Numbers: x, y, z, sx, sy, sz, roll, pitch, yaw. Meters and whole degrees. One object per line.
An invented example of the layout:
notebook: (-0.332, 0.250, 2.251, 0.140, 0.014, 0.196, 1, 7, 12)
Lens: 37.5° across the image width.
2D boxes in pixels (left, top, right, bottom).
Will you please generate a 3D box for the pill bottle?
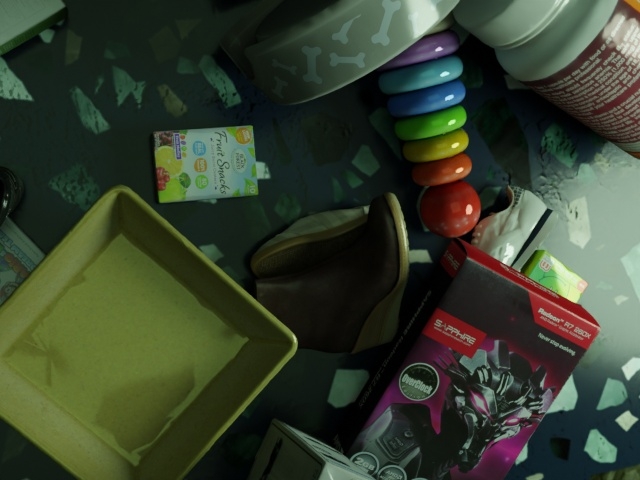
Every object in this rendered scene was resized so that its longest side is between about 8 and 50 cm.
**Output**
pill bottle: (0.392, -0.289, 1.331, 0.392, 0.224, 0.224, 26, 84, -27)

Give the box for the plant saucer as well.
plant saucer: (-0.259, 0.148, 1.271, 0.333, 0.081, 0.333, 43, 87, -11)

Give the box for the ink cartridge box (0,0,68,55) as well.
ink cartridge box: (-0.452, -0.295, 1.239, 0.209, 0.062, 0.109, -35, 98, -11)

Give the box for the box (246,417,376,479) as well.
box: (-0.026, 0.348, 1.234, 0.087, 0.290, 0.169, 25, 82, -15)

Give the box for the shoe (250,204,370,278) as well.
shoe: (0.000, 0.000, 1.364, 0.219, 0.058, 0.076, -18, 132, -10)

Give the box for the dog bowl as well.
dog bowl: (0.037, -0.304, 1.232, 0.349, 0.349, 0.102, -40, 112, -11)

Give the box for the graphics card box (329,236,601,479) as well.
graphics card box: (0.199, 0.211, 1.343, 0.233, 0.094, 0.371, 28, 101, -14)

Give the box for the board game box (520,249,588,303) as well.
board game box: (0.322, 0.114, 1.447, 0.092, 0.043, 0.181, 36, 82, -12)

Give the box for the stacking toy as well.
stacking toy: (0.165, -0.165, 1.372, 0.141, 0.141, 0.330, -18, 101, -14)

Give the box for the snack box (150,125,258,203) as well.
snack box: (-0.163, -0.107, 1.326, 0.141, 0.037, 0.100, -5, 92, -14)

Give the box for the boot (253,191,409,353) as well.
boot: (0.012, 0.054, 1.314, 0.207, 0.090, 0.248, -3, 116, -10)

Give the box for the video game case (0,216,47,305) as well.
video game case: (-0.454, 0.035, 1.263, 0.143, 0.019, 0.157, -44, 100, -10)

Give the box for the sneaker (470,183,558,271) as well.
sneaker: (0.256, 0.027, 1.420, 0.095, 0.090, 0.235, 37, 81, 7)

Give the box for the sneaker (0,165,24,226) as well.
sneaker: (-0.469, -0.004, 1.184, 0.087, 0.130, 0.227, 43, 83, -8)
